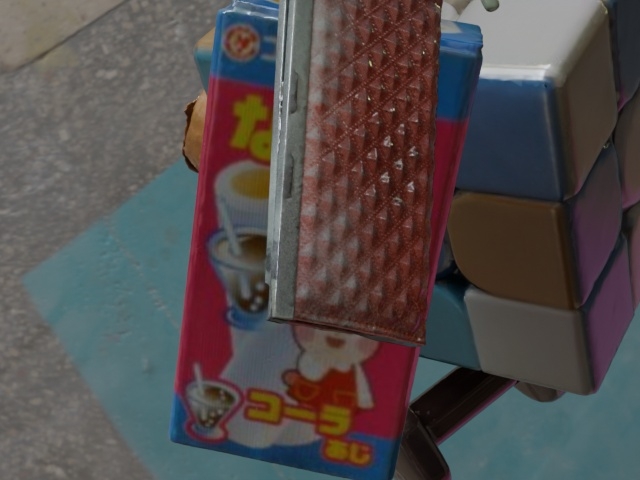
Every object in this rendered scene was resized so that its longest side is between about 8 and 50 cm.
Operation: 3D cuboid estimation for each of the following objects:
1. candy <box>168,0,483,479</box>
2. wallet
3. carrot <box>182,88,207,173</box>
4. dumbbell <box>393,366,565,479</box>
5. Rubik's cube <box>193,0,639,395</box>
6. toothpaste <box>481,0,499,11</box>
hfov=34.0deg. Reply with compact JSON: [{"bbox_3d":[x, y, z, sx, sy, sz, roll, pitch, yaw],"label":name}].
[{"bbox_3d":[0.000,0.000,0.689,0.157,0.100,0.305,11,113,5],"label":"candy"},{"bbox_3d":[0.019,-0.052,0.499,0.103,0.020,0.196,13,73,-39],"label":"wallet"},{"bbox_3d":[-0.061,-0.095,1.310,0.196,0.254,0.196,-34,140,-35],"label":"carrot"},{"bbox_3d":[0.155,0.167,1.139,0.225,0.124,0.140,-35,100,-18],"label":"dumbbell"},{"bbox_3d":[0.144,-0.113,1.003,0.347,0.344,0.346,-53,139,-37],"label":"Rubik's cube"},{"bbox_3d":[0.068,-0.185,0.553,0.037,0.021,0.140,-16,84,-41],"label":"toothpaste"}]
